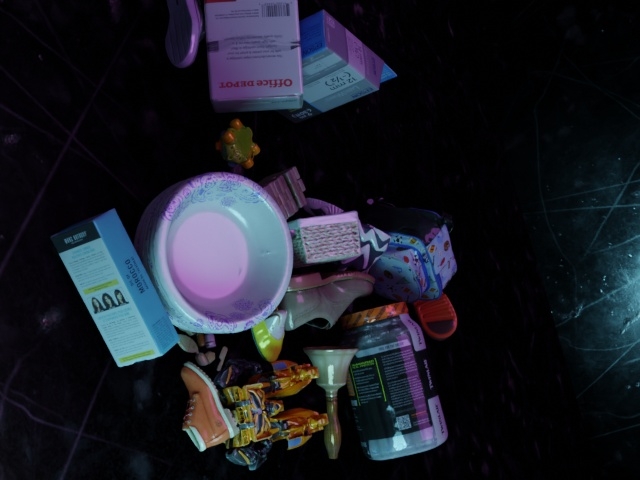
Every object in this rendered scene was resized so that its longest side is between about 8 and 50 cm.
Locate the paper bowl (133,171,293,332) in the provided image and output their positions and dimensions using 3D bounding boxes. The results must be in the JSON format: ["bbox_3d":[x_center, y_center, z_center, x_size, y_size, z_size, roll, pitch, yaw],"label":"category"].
[{"bbox_3d":[-0.201,0.026,1.468,0.284,0.148,0.284,7,79,-38],"label":"paper bowl"}]

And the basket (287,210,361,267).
[{"bbox_3d":[0.000,0.000,1.851,0.167,0.113,0.103,-9,85,-32],"label":"basket"}]

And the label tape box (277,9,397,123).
[{"bbox_3d":[0.004,-0.389,1.976,0.347,0.249,0.115,27,52,-51],"label":"label tape box"}]

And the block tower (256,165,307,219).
[{"bbox_3d":[-0.139,-0.060,1.723,0.335,0.097,0.091,-42,110,-57],"label":"block tower"}]

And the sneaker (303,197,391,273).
[{"bbox_3d":[0.040,0.004,1.992,0.235,0.153,0.094,27,1,-14],"label":"sneaker"}]

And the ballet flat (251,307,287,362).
[{"bbox_3d":[-0.111,0.137,1.681,0.077,0.077,0.231,-13,87,-61],"label":"ballet flat"}]

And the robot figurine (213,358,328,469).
[{"bbox_3d":[-0.099,0.325,1.594,0.291,0.085,0.211,2,73,-59],"label":"robot figurine"}]

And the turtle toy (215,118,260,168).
[{"bbox_3d":[-0.182,-0.210,1.756,0.095,0.066,0.130,55,34,-28],"label":"turtle toy"}]

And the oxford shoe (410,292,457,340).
[{"bbox_3d":[0.283,0.120,2.346,0.133,0.130,0.364,87,-12,-73],"label":"oxford shoe"}]

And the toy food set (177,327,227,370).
[{"bbox_3d":[-0.228,0.191,1.520,0.122,0.019,0.078,45,38,-26],"label":"toy food set"}]

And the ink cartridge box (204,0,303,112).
[{"bbox_3d":[-0.142,-0.419,1.745,0.114,0.197,0.273,102,-15,-83],"label":"ink cartridge box"}]

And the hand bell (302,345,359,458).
[{"bbox_3d":[0.024,0.358,1.798,0.126,0.126,0.242,6,83,-58],"label":"hand bell"}]

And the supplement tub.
[{"bbox_3d":[0.163,0.325,1.911,0.207,0.207,0.338,-2,78,-59],"label":"supplement tub"}]

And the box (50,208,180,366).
[{"bbox_3d":[-0.331,0.079,1.322,0.244,0.100,0.060,66,29,-12],"label":"box"}]

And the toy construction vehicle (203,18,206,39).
[{"bbox_3d":[-0.237,-0.485,1.849,0.086,0.035,0.098,19,59,-45],"label":"toy construction vehicle"}]

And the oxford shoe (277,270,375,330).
[{"bbox_3d":[0.009,0.138,1.859,0.348,0.123,0.130,-2,83,-50],"label":"oxford shoe"}]

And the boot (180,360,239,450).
[{"bbox_3d":[-0.218,0.293,1.440,0.084,0.059,0.158,-27,76,-24],"label":"boot"}]

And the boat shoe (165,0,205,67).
[{"bbox_3d":[-0.273,-0.452,1.713,0.076,0.083,0.226,26,52,-50],"label":"boat shoe"}]

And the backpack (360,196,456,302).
[{"bbox_3d":[0.230,0.045,2.133,0.213,0.276,0.263,-54,134,-19],"label":"backpack"}]
